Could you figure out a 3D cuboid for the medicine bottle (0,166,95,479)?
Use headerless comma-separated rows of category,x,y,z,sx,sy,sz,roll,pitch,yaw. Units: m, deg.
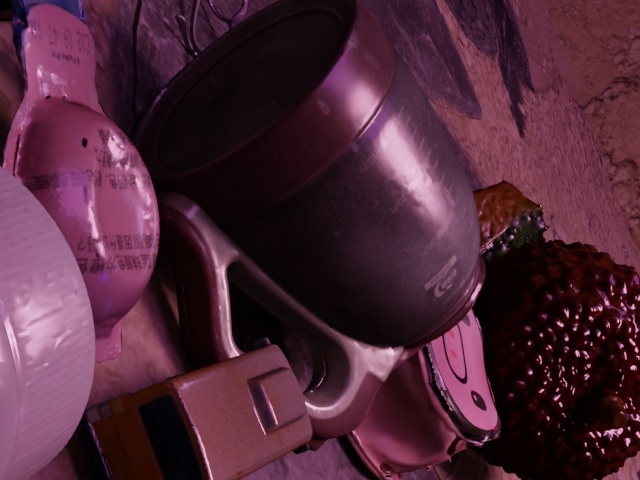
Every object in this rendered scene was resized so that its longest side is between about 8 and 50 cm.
medicine bottle,-0.240,0.073,0.467,0.190,0.190,0.332,64,23,-4

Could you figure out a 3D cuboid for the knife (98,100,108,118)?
knife,-0.180,-0.112,0.947,0.170,0.010,0.023,71,20,-47

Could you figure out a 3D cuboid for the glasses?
glasses,-0.112,-0.202,1.234,0.104,0.062,0.140,-30,96,-45

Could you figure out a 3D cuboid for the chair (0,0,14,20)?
chair,-0.248,-0.198,0.861,0.101,0.084,0.212,66,23,-9

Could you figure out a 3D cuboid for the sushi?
sushi,0.227,-0.001,1.616,0.287,0.149,0.140,-13,81,-67

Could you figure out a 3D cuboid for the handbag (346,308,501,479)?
handbag,0.092,0.132,1.234,0.179,0.116,0.205,42,31,-46

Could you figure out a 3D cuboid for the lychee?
lychee,0.264,0.138,1.404,0.275,0.276,0.304,53,-6,-28

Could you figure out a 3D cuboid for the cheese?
cheese,-0.170,-0.057,0.844,0.189,0.074,0.285,-11,93,-73

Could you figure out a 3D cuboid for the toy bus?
toy bus,-0.081,0.131,0.871,0.182,0.103,0.091,-9,77,-67

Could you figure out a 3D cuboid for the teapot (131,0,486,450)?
teapot,0.000,0.000,1.052,0.312,0.233,0.315,50,61,-28
